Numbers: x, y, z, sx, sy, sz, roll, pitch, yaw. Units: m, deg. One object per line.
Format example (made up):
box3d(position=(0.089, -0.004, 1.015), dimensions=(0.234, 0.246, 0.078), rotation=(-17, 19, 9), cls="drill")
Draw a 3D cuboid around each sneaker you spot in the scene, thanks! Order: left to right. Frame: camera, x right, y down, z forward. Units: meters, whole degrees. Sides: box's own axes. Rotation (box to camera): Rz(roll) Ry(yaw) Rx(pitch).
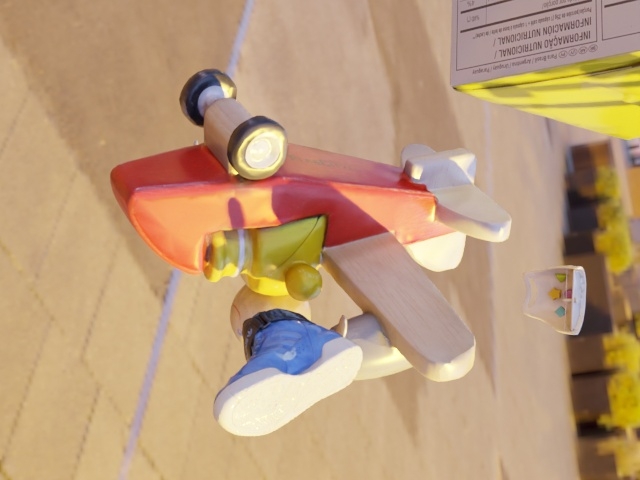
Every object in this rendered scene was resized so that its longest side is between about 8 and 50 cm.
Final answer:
box3d(position=(-0.045, 0.100, 0.948), dimensions=(0.152, 0.085, 0.058), rotation=(-22, 130, -43), cls="sneaker")

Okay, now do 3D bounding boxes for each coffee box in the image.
box3d(position=(0.368, -0.305, 1.231), dimensions=(0.338, 0.338, 0.334), rotation=(7, 81, -42), cls="coffee box")

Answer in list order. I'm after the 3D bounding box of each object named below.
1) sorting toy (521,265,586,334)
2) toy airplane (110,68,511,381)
box3d(position=(0.280, 0.066, 1.446), dimensions=(0.045, 0.075, 0.083), rotation=(-21, 113, -64), cls="sorting toy")
box3d(position=(0.000, 0.000, 1.258), dimensions=(0.272, 0.385, 0.386), rotation=(-67, 173, 19), cls="toy airplane")
